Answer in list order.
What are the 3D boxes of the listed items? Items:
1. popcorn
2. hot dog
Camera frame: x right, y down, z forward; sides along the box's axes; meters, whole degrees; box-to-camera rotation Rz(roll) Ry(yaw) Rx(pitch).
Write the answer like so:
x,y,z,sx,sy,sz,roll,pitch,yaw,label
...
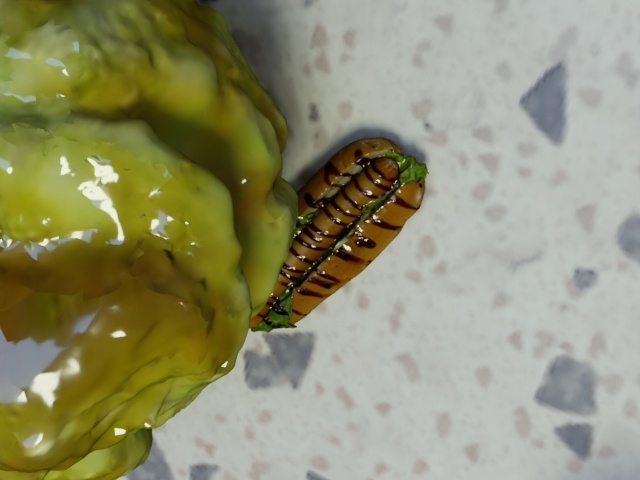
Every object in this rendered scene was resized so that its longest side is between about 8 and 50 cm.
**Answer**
x,y,z,sx,sy,sz,roll,pitch,yaw,label
-0.152,-0.023,0.499,0.282,0.247,0.282,7,120,12,popcorn
0.000,0.000,0.565,0.049,0.037,0.122,47,115,12,hot dog
